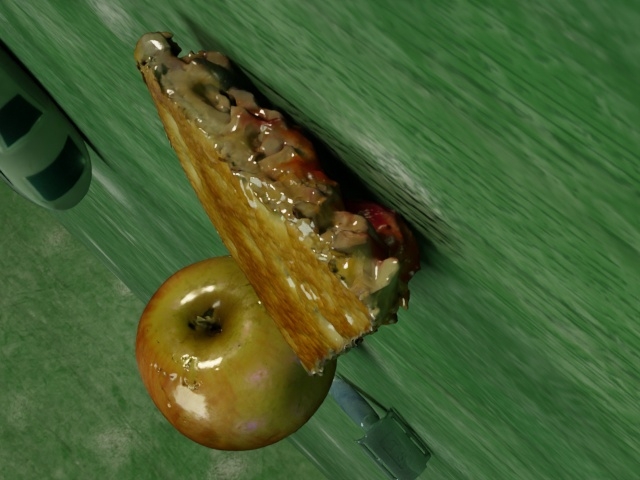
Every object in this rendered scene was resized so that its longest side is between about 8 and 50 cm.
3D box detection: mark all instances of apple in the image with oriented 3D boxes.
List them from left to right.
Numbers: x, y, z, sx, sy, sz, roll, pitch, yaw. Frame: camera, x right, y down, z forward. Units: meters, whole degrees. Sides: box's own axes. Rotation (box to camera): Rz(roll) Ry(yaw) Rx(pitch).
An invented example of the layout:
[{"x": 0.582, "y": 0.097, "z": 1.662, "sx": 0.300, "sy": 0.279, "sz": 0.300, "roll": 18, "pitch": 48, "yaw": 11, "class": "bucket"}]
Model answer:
[{"x": -0.059, "y": 0.083, "z": 1.166, "sx": 0.146, "sy": 0.146, "sz": 0.146, "roll": 44, "pitch": 171, "yaw": 8, "class": "apple"}]

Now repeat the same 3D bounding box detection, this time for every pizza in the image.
[{"x": 0.000, "y": 0.000, "z": 0.760, "sx": 0.193, "sy": 0.053, "sz": 0.201, "roll": 37, "pitch": 157, "yaw": 52, "class": "pizza"}]

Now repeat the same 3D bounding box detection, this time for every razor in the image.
[{"x": 0.035, "y": 0.147, "z": 1.365, "sx": 0.068, "sy": 0.040, "sz": 0.135, "roll": 51, "pitch": 175, "yaw": -31, "class": "razor"}]

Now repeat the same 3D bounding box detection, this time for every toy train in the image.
[{"x": -0.345, "y": -0.178, "z": 1.485, "sx": 0.407, "sy": 0.086, "sz": 0.088, "roll": 48, "pitch": 165, "yaw": -21, "class": "toy train"}]
